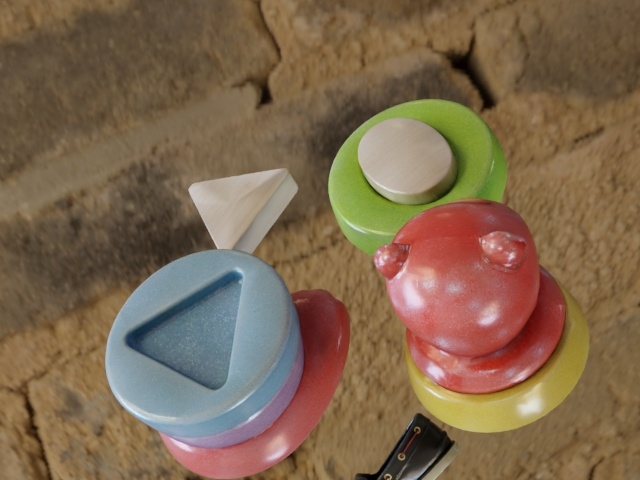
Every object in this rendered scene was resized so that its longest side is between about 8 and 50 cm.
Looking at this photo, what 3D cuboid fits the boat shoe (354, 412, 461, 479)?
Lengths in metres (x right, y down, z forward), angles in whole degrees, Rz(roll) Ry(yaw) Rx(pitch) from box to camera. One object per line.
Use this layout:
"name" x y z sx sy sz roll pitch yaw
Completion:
"boat shoe" 0.037 0.176 0.888 0.042 0.049 0.133 42 -87 2

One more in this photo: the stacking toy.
"stacking toy" 0.000 0.000 0.870 0.309 0.130 0.280 -16 -130 14
